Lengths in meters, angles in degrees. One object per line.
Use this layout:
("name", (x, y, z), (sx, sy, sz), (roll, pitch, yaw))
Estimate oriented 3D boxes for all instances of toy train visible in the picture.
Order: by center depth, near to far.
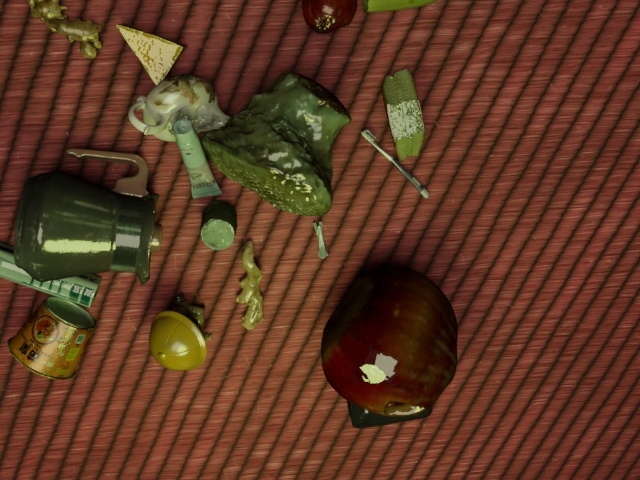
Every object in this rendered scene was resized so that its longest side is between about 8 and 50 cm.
("toy train", (-0.846, 0.087, 1.962), (0.407, 0.088, 0.086), (21, 107, -12))

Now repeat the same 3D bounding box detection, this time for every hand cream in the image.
("hand cream", (-0.335, -0.210, 1.833), (0.085, 0.058, 0.331), (-12, 154, -4))

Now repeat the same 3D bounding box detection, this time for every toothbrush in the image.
("toothbrush", (0.223, -0.222, 1.982), (0.288, 0.026, 0.024), (43, 60, -19))

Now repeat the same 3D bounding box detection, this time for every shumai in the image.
("shumai", (-0.089, -0.269, 1.805), (0.323, 0.397, 0.324), (-61, 150, -7))

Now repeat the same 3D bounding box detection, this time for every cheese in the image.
("cheese", (-0.455, -0.508, 1.777), (0.171, 0.093, 0.126), (35, 106, -16))

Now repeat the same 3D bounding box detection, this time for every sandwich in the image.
("sandwich", (0.235, -0.344, 1.906), (0.094, 0.096, 0.258), (-13, 108, 5))

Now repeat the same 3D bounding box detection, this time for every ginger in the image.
("ginger", (-0.658, -0.574, 1.758), (0.176, 0.052, 0.193), (2, 102, -7))
("ginger", (-0.215, 0.140, 2.055), (0.089, 0.075, 0.288), (-2, 114, 1))

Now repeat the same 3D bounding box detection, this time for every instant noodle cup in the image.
("instant noodle cup", (-0.771, 0.278, 1.985), (0.216, 0.216, 0.172), (33, 95, -16))

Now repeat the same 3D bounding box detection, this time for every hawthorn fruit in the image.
("hawthorn fruit", (0.020, -0.596, 1.752), (0.148, 0.172, 0.148), (6, 142, 5))

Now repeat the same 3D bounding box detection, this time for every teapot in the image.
("teapot", (-0.372, -0.337, 1.786), (0.298, 0.139, 0.204), (-16, 154, -38))
("teapot", (-0.613, -0.062, 1.851), (0.362, 0.305, 0.376), (7, 80, -17))

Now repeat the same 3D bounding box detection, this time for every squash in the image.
("squash", (0.228, -0.670, 1.762), (0.247, 0.132, 0.132), (-8, 111, -2))

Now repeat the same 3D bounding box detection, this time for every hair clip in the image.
("hair clip", (0.001, 0.000, 2.037), (0.030, 0.039, 0.115), (-13, 109, -6))

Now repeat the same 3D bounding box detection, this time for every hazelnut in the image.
("hazelnut", (0.189, 0.294, 1.973), (0.402, 0.429, 0.402), (13, 142, 10))

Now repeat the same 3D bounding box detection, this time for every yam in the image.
("yam", (-0.285, -0.041, 1.912), (0.107, 0.194, 0.107), (-2, 108, -6))

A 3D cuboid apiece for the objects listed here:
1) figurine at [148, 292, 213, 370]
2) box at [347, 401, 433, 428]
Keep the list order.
("figurine", (-0.408, 0.275, 1.983), (0.167, 0.257, 0.192), (-33, 103, 5))
("box", (0.220, 0.468, 2.209), (0.289, 0.073, 0.290), (-7, 110, -3))
